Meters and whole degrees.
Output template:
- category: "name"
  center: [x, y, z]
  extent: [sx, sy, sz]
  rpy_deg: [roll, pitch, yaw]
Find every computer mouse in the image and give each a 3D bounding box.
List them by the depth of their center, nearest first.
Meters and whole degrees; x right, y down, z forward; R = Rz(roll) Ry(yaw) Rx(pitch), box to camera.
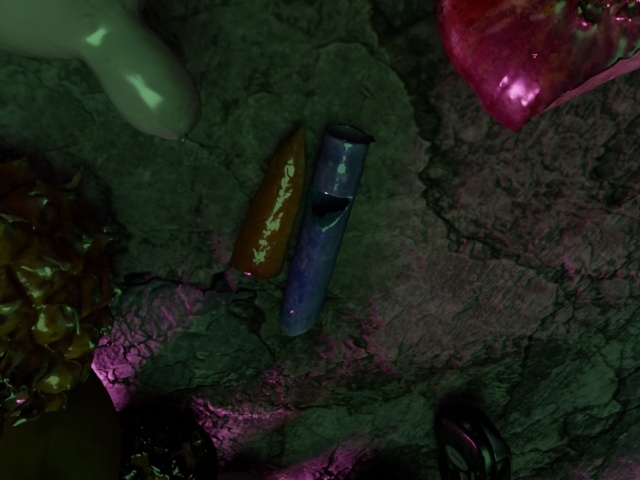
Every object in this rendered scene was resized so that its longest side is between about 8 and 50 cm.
- category: "computer mouse"
  center: [0.279, 0.388, 0.899]
  extent: [0.096, 0.137, 0.233]
  rpy_deg: [-19, 124, -17]

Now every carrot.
- category: "carrot"
  center: [-0.056, -0.046, 0.613]
  extent: [0.072, 0.072, 0.205]
  rpy_deg: [13, 119, -14]

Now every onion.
- category: "onion"
  center: [0.220, -0.243, 0.428]
  extent: [0.256, 0.272, 0.231]
  rpy_deg: [-28, 96, 6]

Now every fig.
- category: "fig"
  center: [-0.375, 0.273, 0.646]
  extent: [0.239, 0.271, 0.240]
  rpy_deg: [1, 130, 1]

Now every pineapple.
- category: "pineapple"
  center: [-0.298, 0.058, 0.507]
  extent: [0.209, 0.286, 0.344]
  rpy_deg: [-42, 138, 4]

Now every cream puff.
- category: "cream puff"
  center: [-0.286, 0.390, 0.798]
  extent: [0.238, 0.165, 0.239]
  rpy_deg: [1, 103, 5]

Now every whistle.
- category: "whistle"
  center: [0.000, 0.000, 0.653]
  extent: [0.062, 0.062, 0.304]
  rpy_deg: [9, 122, -11]

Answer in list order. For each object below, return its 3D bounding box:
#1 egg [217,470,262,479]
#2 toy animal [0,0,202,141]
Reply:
- category: "egg"
  center: [-0.184, 0.525, 0.917]
  extent: [0.236, 0.169, 0.169]
  rpy_deg: [-41, 118, 19]
- category: "toy animal"
  center: [-0.246, -0.225, 0.370]
  extent: [0.367, 0.241, 0.196]
  rpy_deg: [18, 122, -16]
